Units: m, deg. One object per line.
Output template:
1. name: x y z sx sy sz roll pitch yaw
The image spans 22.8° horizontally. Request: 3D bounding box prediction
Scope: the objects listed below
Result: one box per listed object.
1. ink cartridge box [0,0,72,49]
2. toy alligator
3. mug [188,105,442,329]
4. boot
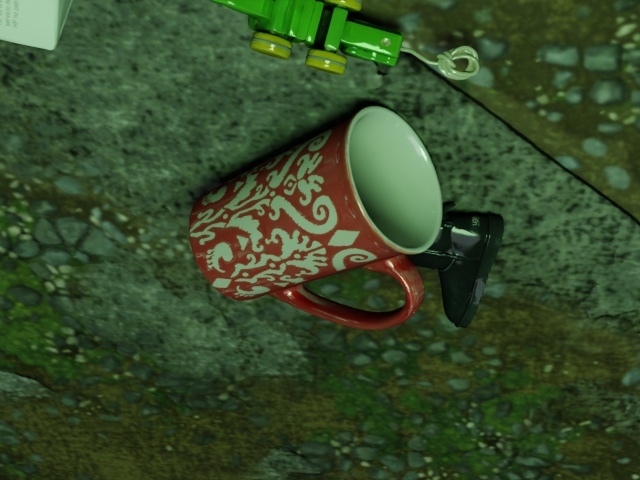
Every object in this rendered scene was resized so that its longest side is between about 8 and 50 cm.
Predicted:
1. ink cartridge box: -0.254 -0.265 0.888 0.270 0.197 0.198 12 139 -2
2. toy alligator: 0.015 -0.142 1.097 0.189 0.056 0.051 15 -179 -9
3. mug: -0.006 -0.003 1.192 0.169 0.150 0.113 -20 160 35
4. boot: 0.085 0.014 1.265 0.099 0.045 0.121 10 132 -5
